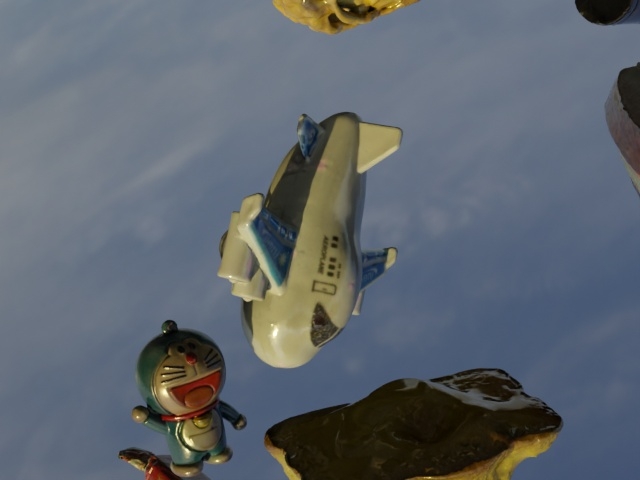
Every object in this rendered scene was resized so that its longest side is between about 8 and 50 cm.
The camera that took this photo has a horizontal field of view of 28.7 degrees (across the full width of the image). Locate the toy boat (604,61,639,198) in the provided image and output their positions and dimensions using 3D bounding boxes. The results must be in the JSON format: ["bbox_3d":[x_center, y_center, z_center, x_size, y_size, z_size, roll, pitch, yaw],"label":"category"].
[{"bbox_3d":[0.382,-0.051,1.356,0.096,0.282,0.206,-34,-134,-8],"label":"toy boat"}]

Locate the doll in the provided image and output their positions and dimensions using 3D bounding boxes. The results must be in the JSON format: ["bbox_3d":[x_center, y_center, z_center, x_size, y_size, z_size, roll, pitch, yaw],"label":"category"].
[{"bbox_3d":[-0.129,0.147,1.202,0.114,0.151,0.085,-17,-166,-29],"label":"doll"}]

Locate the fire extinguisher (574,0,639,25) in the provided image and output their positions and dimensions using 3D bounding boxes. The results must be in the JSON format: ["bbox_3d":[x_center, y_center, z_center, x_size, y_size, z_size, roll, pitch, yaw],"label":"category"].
[{"bbox_3d":[0.376,-0.295,1.521,0.089,0.072,0.268,-25,177,32],"label":"fire extinguisher"}]

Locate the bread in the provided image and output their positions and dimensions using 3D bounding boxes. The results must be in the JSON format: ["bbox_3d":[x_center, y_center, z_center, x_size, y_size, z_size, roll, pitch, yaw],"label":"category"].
[{"bbox_3d":[0.082,0.180,1.062,0.233,0.088,0.161,-18,-152,-11],"label":"bread"}]

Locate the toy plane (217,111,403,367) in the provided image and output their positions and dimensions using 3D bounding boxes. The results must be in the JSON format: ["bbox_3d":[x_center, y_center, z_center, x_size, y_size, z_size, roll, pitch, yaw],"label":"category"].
[{"bbox_3d":[-0.005,-0.001,1.253,0.123,0.266,0.267,15,-131,35],"label":"toy plane"}]

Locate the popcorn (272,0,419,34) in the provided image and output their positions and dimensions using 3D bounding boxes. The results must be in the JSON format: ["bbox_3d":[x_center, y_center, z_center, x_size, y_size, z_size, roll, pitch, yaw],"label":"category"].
[{"bbox_3d":[0.037,-0.391,1.619,0.250,0.250,0.190,-36,-160,-15],"label":"popcorn"}]

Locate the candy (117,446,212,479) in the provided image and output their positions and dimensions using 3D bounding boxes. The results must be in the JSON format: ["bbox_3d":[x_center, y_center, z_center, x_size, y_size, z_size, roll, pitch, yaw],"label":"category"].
[{"bbox_3d":[-0.184,0.351,1.733,0.292,0.086,0.059,27,-81,48],"label":"candy"}]
